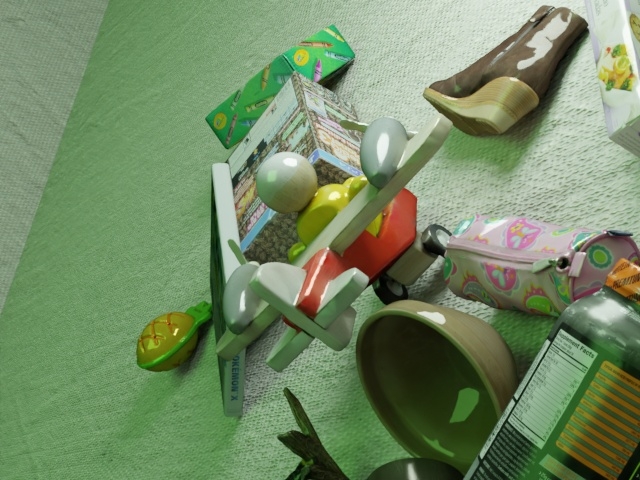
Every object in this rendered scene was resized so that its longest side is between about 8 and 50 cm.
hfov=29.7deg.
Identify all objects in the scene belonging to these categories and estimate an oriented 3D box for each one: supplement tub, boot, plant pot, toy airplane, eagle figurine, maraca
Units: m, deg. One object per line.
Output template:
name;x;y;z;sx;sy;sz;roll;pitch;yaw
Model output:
supplement tub;0.284;0.202;1.200;0.338;0.207;0.207;-60;27;6
boot;0.272;-0.256;1.785;0.207;0.090;0.248;-52;26;-4
plant pot;0.164;0.166;1.491;0.109;0.237;0.237;-32;8;-35
toy airplane;0.000;0.000;1.638;0.386;0.272;0.384;-40;-6;-13
eagle figurine;-0.081;0.396;1.701;0.298;0.225;0.226;-39;43;18
maraca;-0.280;0.182;2.329;0.185;0.099;0.127;-43;25;-18

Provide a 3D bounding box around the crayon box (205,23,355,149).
crayon box;-0.080;-0.293;2.313;0.278;0.081;0.165;-31;6;47

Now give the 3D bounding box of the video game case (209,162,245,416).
video game case;-0.161;0.084;2.080;0.329;0.036;0.300;-101;12;-45

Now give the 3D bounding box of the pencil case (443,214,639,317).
pencil case;0.266;0.033;1.475;0.284;0.124;0.124;11;77;63

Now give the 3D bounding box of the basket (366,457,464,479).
basket;0.113;0.384;1.410;0.227;0.154;0.204;-87;19;-46

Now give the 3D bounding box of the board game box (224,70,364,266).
board game box;-0.036;-0.110;2.098;0.232;0.141;0.291;-50;30;25

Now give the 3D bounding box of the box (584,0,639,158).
box;0.394;-0.249;1.554;0.063;0.067;0.324;-38;36;38
